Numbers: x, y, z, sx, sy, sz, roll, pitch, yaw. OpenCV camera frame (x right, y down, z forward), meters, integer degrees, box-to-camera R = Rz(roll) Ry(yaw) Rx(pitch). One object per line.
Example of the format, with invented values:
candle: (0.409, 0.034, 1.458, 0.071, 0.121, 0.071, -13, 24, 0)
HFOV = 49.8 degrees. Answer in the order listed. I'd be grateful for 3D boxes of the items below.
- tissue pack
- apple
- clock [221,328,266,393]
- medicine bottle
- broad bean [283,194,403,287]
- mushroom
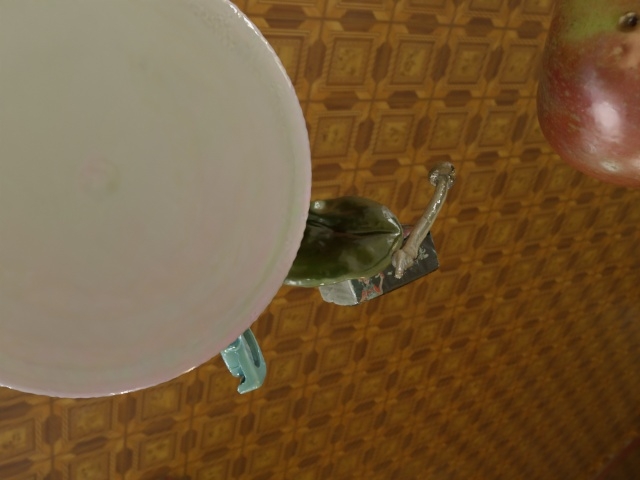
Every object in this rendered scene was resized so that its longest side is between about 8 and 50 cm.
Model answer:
tissue pack: (0.085, 0.035, 1.067, 0.170, 0.103, 0.091, -23, 105, -29)
apple: (0.445, -0.242, 0.933, 0.348, 0.276, 0.349, 11, 90, -71)
clock: (-0.140, 0.178, 1.169, 0.045, 0.108, 0.147, -23, 95, 4)
medicine bottle: (-0.156, -0.048, 0.458, 0.256, 0.325, 0.256, -4, 101, -21)
broad bean: (0.001, 0.001, 0.909, 0.072, 0.206, 0.153, 53, 52, -44)
mushroom: (0.114, -0.014, 0.800, 0.306, 0.043, 0.068, -55, 142, -55)
